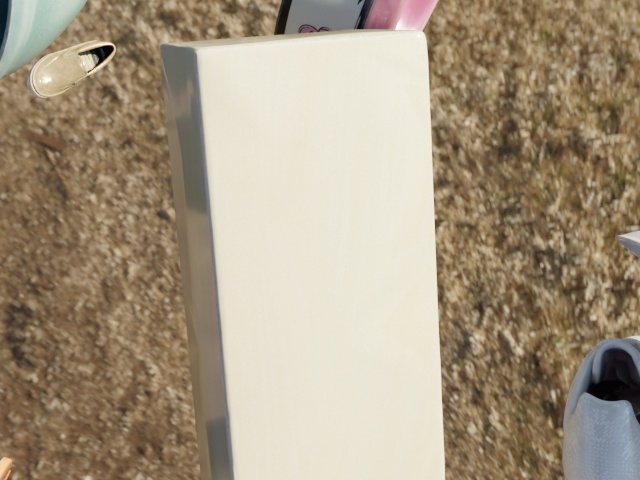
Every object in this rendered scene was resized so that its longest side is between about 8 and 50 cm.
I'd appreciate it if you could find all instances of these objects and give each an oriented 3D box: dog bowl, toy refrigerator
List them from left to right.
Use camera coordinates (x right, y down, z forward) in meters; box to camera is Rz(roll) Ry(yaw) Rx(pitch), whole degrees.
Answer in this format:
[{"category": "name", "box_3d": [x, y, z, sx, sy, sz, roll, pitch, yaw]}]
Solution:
[{"category": "toy refrigerator", "box_3d": [-0.008, 0.040, 0.507, 0.102, 0.094, 0.269, -8, 104, -17]}, {"category": "dog bowl", "box_3d": [0.092, -0.391, 1.500, 0.150, 0.408, 0.408, 28, 76, 6]}]

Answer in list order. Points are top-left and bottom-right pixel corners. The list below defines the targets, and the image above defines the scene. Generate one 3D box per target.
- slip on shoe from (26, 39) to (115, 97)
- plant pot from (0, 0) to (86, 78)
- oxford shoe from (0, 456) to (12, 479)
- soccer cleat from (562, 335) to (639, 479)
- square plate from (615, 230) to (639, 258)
[{"category": "slip on shoe", "box_3d": [-0.323, -0.226, 1.401, 0.041, 0.051, 0.135, -4, 22, 42]}, {"category": "plant pot", "box_3d": [-0.273, -0.270, 0.831, 0.293, 0.293, 0.196, 22, 37, 25]}, {"category": "oxford shoe", "box_3d": [-0.463, 0.324, 1.276, 0.271, 0.098, 0.097, -43, 13, 28]}, {"category": "soccer cleat", "box_3d": [0.326, 0.147, 1.104, 0.116, 0.331, 0.143, 2, 110, 23]}, {"category": "square plate", "box_3d": [0.492, 0.102, 0.995, 0.049, 0.344, 0.347, -56, 22, -2]}]
